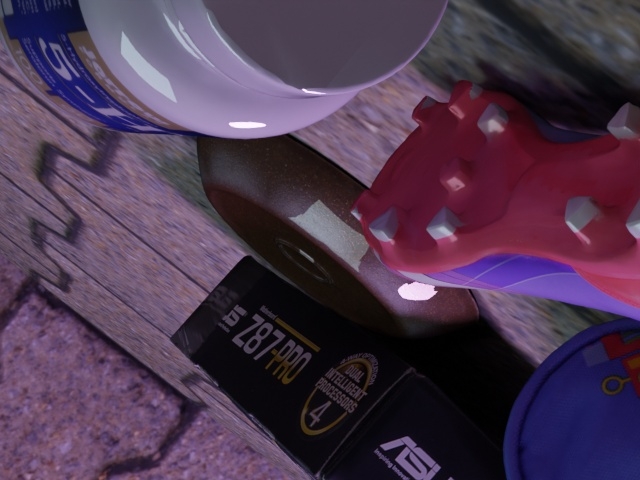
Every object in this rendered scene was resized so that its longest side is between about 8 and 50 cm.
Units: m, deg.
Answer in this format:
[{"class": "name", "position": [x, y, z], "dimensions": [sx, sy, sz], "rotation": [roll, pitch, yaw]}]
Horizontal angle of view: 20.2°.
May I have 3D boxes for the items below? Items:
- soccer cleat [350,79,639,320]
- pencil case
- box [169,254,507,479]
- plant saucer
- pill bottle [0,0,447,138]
[{"class": "soccer cleat", "position": [0.093, -0.004, 0.635], "dimensions": [0.095, 0.083, 0.248], "rotation": [37, 167, -21]}, {"class": "pencil case", "position": [0.167, 0.146, 0.883], "dimensions": [0.133, 0.119, 0.306], "rotation": [51, 176, 27]}, {"class": "box", "position": [0.100, 0.196, 1.196], "dimensions": [0.395, 0.097, 0.318], "rotation": [44, 173, -21]}, {"class": "plant saucer", "position": [0.000, 0.000, 1.028], "dimensions": [0.199, 0.036, 0.198], "rotation": [37, 169, 8]}, {"class": "pill bottle", "position": [-0.035, -0.089, 0.591], "dimensions": [0.112, 0.112, 0.187], "rotation": [42, 168, -20]}]
